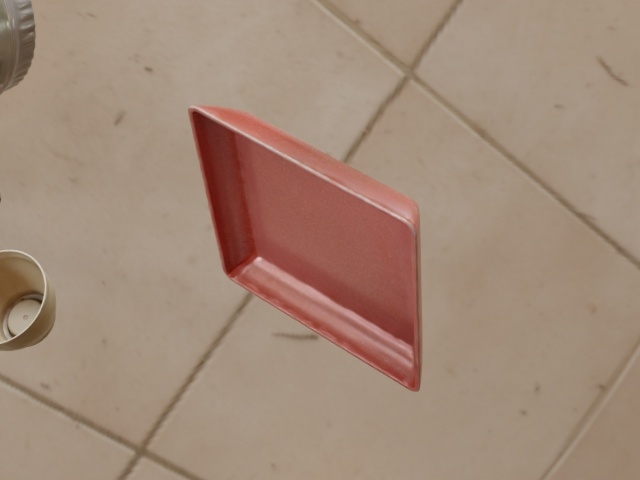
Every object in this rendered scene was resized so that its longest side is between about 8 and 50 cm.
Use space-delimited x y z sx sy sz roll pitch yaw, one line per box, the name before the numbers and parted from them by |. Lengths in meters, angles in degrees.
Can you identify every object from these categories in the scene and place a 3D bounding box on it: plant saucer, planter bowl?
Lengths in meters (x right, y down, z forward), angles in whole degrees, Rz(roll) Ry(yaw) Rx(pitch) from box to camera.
plant saucer | 0.000 0.000 1.151 0.048 0.259 0.258 -46 150 -28
planter bowl | -0.494 0.110 1.945 0.162 0.162 0.109 -42 153 -6

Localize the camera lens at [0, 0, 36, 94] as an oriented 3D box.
camera lens | -0.478 -0.223 1.304 0.274 0.219 0.219 -28 120 -44
